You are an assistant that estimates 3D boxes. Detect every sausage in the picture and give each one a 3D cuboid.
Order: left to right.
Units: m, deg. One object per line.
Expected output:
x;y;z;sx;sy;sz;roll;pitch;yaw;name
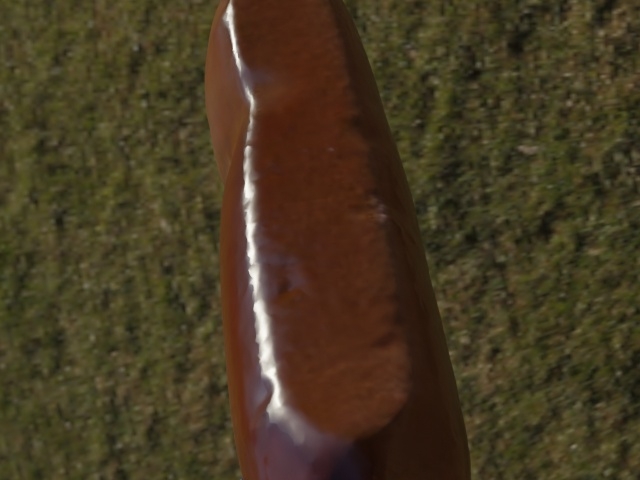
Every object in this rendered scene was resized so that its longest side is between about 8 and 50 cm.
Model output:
0.000;0.000;0.618;0.097;0.094;0.348;101;165;-48;sausage

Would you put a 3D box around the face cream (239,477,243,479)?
-0.004;0.291;1.304;0.078;0.273;0.078;-16;48;18;face cream
